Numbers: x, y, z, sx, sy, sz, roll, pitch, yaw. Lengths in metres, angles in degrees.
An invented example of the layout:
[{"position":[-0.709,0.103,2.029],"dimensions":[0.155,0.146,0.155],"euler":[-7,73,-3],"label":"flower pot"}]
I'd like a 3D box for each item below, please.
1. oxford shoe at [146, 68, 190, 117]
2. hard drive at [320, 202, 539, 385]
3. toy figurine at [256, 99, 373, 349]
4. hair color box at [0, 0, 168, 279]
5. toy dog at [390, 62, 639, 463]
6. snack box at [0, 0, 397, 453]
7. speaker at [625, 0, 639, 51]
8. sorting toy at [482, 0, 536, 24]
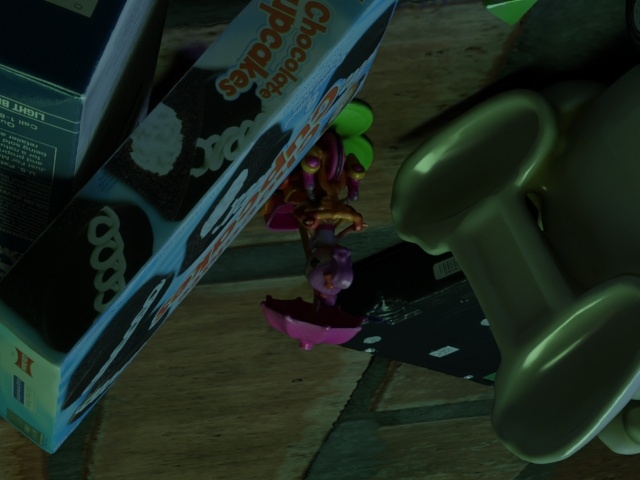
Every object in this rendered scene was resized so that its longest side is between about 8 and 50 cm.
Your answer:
[{"position":[-0.131,-0.063,1.286],"dimensions":[0.076,0.076,0.212],"euler":[13,149,-20],"label":"oxford shoe"},{"position":[0.188,0.061,1.731],"dimensions":[0.237,0.064,0.339],"euler":[-25,153,32],"label":"hard drive"},{"position":[0.000,0.000,1.374],"dimensions":[0.130,0.159,0.173],"euler":[0,155,-25],"label":"toy figurine"},{"position":[-0.164,-0.087,1.041],"dimensions":[0.105,0.174,0.347],"euler":[21,153,-1],"label":"hair color box"},{"position":[0.318,-0.004,1.430],"dimensions":[0.408,0.284,0.395],"euler":[15,122,-48],"label":"toy dog"},{"position":[-0.072,-0.034,1.037],"dimensions":[0.322,0.060,0.187],"euler":[-51,175,-22],"label":"snack box"},{"position":[0.287,-0.162,1.247],"dimensions":[0.136,0.055,0.055],"euler":[-5,157,-13],"label":"speaker"},{"position":[0.089,-0.206,1.062],"dimensions":[0.196,0.047,0.347],"euler":[-24,154,31],"label":"sorting toy"}]
